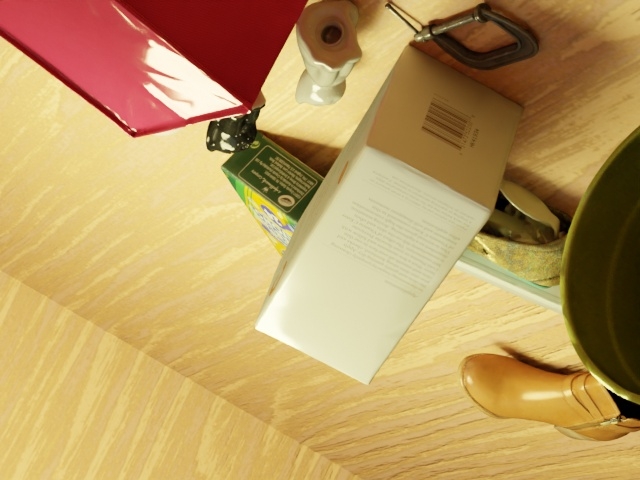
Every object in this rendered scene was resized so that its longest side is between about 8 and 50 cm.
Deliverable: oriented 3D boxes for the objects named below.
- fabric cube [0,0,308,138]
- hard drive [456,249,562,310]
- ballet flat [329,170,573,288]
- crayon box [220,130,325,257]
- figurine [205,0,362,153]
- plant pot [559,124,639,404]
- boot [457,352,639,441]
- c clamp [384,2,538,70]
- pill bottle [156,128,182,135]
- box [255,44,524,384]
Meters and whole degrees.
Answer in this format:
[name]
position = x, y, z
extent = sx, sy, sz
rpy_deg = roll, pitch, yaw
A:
[fabric cube]
position = -0.178, -0.297, 1.907
extent = 0.254, 0.258, 0.259
rpy_deg = 38, 155, -29
[hard drive]
position = 0.215, 0.027, 2.423
extent = 0.308, 0.040, 0.203
rpy_deg = 24, 179, 4
[ballet flat]
position = 0.184, -0.052, 2.289
extent = 0.349, 0.123, 0.123
rpy_deg = 25, 158, 4
[crayon box]
position = 0.000, 0.000, 2.532
extent = 0.203, 0.083, 0.323
rpy_deg = 37, 169, 36
[figurine]
position = -0.048, -0.188, 2.111
extent = 0.092, 0.215, 0.209
rpy_deg = 60, 168, 12
[plant pot]
position = 0.517, 0.063, 1.918
extent = 0.353, 0.366, 0.366
rpy_deg = 27, 162, -39
[boot]
position = 0.375, 0.241, 2.719
extent = 0.283, 0.109, 0.220
rpy_deg = 30, 159, -16
[c clamp]
position = 0.167, -0.236, 1.986
extent = 0.137, 0.022, 0.161
rpy_deg = 38, 155, -28
[pill bottle]
position = -0.202, -0.226, 2.273
extent = 0.121, 0.121, 0.221
rpy_deg = 25, 158, 1
[box]
position = 0.082, -0.027, 2.127
extent = 0.168, 0.215, 0.345
rpy_deg = 28, 132, -5
